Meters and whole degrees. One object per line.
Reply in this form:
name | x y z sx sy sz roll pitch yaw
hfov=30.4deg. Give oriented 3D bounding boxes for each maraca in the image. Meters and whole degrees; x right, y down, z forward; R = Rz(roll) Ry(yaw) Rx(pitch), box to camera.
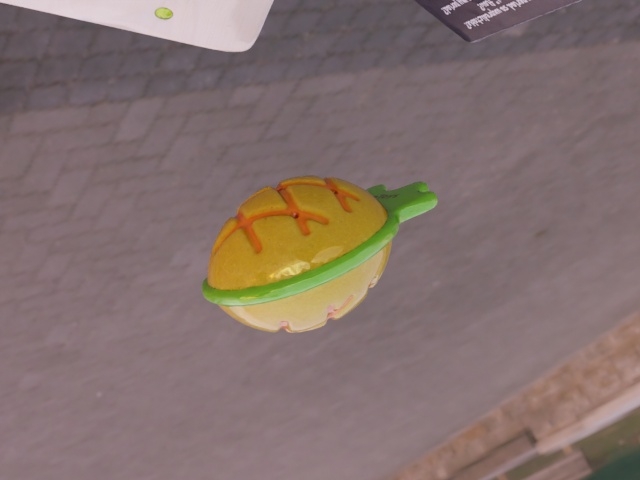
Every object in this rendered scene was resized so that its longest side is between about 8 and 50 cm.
maraca | 0.000 0.000 0.806 0.127 0.099 0.185 3 -153 46

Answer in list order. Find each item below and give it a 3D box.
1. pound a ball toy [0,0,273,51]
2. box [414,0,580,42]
pound a ball toy | -0.177 -0.268 0.752 0.319 0.208 0.136 11 145 -15
box | 0.100 -0.216 0.417 0.247 0.142 0.163 -58 -166 -8
